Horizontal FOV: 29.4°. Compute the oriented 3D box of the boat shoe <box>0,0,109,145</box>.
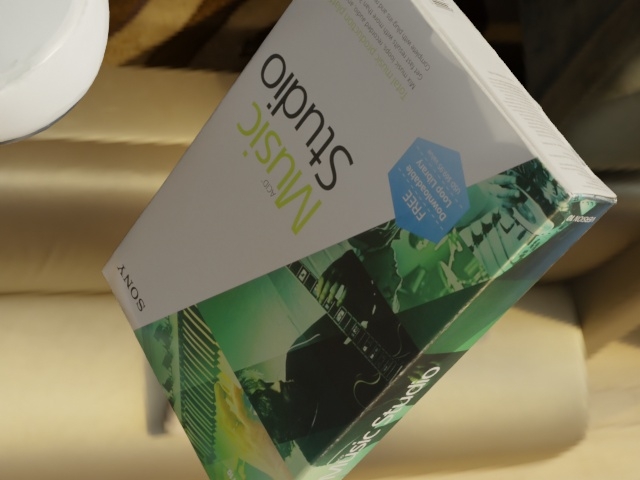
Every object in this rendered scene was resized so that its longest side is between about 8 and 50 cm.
[{"bbox_3d":[-0.236,-0.108,0.475,0.367,0.136,0.156,22,155,12],"label":"boat shoe"}]

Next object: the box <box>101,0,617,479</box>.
[{"bbox_3d":[0.000,0.000,0.763,0.058,0.232,0.322,2,136,-46],"label":"box"}]
